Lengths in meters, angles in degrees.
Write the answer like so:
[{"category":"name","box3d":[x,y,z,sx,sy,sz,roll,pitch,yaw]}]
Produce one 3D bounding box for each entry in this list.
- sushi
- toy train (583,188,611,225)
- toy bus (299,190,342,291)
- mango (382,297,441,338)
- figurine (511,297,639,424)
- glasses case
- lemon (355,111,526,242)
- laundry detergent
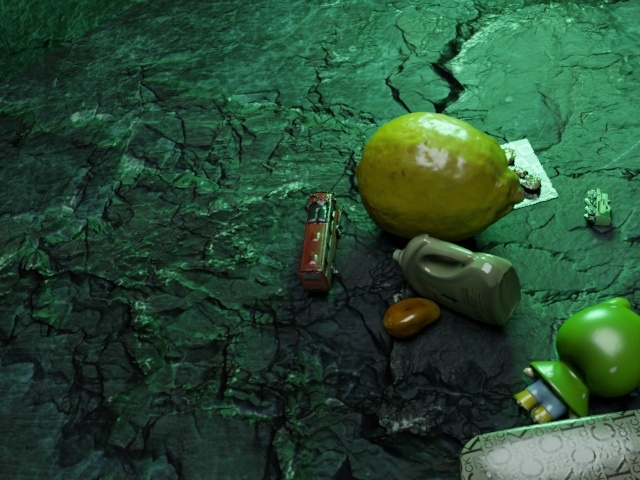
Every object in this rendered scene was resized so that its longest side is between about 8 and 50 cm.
[{"category":"sushi","box3d":[0.420,-0.157,1.659,0.139,0.031,0.201,-16,49,2]},{"category":"toy train","box3d":[0.569,-0.069,1.545,0.053,0.033,0.083,7,53,14]},{"category":"toy bus","box3d":[0.000,0.000,1.602,0.073,0.096,0.235,-1,52,11]},{"category":"mango","box3d":[0.176,0.147,1.455,0.114,0.060,0.080,-19,33,2]},{"category":"figurine","box3d":[0.452,0.215,1.282,0.263,0.143,0.162,-38,55,-2]},{"category":"glasses case","box3d":[0.399,0.355,1.197,0.355,0.085,0.137,-10,64,6]},{"category":"lemon","box3d":[0.228,-0.126,1.528,0.316,0.285,0.285,-11,38,54]},{"category":"laundry detergent","box3d":[0.246,0.062,1.434,0.253,0.181,0.091,21,64,36]}]
